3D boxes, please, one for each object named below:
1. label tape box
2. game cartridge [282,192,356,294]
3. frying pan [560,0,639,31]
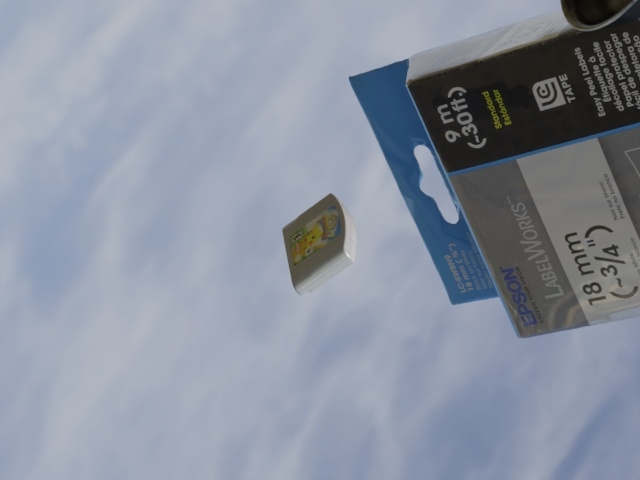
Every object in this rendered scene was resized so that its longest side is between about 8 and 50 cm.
[{"bbox_3d":[0.181,-0.051,1.311,0.334,0.240,0.106,-14,-161,35],"label":"label tape box"},{"bbox_3d":[0.000,0.000,1.190,0.056,0.017,0.083,-33,-148,13],"label":"game cartridge"},{"bbox_3d":[0.258,-0.280,1.099,0.326,0.053,0.197,-58,-160,32],"label":"frying pan"}]
